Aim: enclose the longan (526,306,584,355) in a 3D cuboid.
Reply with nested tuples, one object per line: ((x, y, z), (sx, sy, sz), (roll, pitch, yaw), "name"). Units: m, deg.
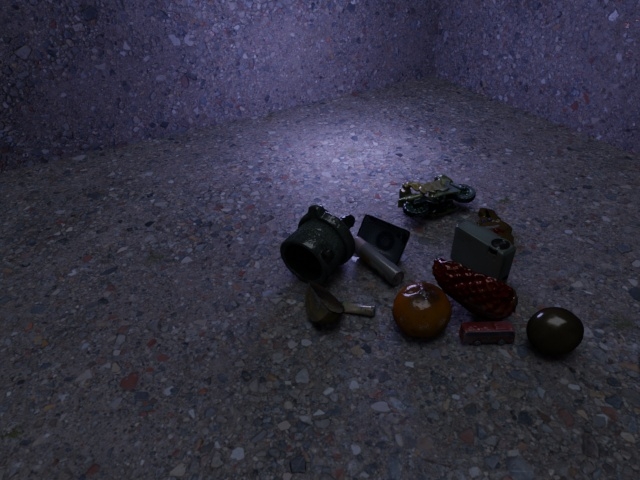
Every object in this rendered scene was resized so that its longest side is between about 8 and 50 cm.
((0.817, 0.313, 1.572), (0.189, 0.189, 0.189), (-2, 37, 1), "longan")

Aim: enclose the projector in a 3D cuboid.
((0.683, 0.048, 1.899), (0.099, 0.192, 0.256), (-23, 41, -24), "projector")

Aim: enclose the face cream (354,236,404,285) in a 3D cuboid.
((0.243, 0.087, 1.944), (0.073, 0.107, 0.269), (-39, 53, -12), "face cream")

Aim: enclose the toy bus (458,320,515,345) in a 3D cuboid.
((0.601, 0.332, 1.623), (0.192, 0.077, 0.065), (-3, 39, 1), "toy bus")

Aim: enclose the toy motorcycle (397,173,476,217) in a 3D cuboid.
((0.575, -0.227, 2.292), (0.410, 0.169, 0.237), (-18, 38, -19), "toy motorcycle")

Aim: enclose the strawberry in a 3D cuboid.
((0.558, 0.187, 1.683), (0.336, 0.149, 0.265), (26, 1, -4), "strawberry")

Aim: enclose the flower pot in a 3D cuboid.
((0.000, 0.000, 1.917), (0.299, 0.299, 0.283), (22, 47, 29), "flower pot")

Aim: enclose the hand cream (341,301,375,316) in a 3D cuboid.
((0.146, 0.267, 1.773), (0.143, 0.039, 0.061), (6, 40, 19), "hand cream")

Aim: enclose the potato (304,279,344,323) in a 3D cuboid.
((0.013, 0.268, 1.758), (0.120, 0.100, 0.261), (26, 10, -26), "potato")

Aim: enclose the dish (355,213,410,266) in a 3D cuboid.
((0.286, 0.004, 2.049), (0.243, 0.182, 0.080), (25, 8, 31), "dish")

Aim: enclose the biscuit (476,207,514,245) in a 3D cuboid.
((0.822, -0.064, 2.166), (0.183, 0.047, 0.320), (8, 37, 9), "biscuit")

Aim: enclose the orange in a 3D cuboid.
((0.374, 0.250, 1.669), (0.224, 0.170, 0.224), (0, 37, 0), "orange")
